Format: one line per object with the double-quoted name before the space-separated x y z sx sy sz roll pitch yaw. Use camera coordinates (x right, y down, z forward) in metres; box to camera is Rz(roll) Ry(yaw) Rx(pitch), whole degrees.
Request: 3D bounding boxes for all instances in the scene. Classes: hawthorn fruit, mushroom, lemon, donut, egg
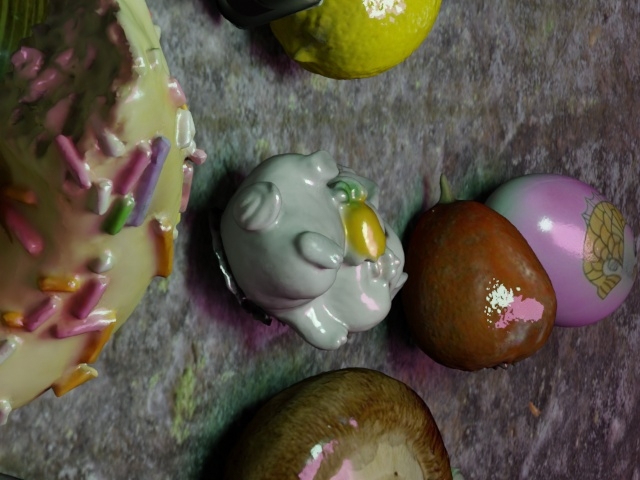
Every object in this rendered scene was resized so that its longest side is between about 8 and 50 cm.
"hawthorn fruit" 0.180 0.039 1.907 0.199 0.199 0.251 -12 83 -55
"mushroom" 0.017 0.301 1.702 0.345 0.239 0.345 21 90 -75
"lemon" 0.034 -0.257 1.608 0.193 0.180 0.181 -25 123 -16
"donut" -0.249 -0.004 0.943 0.371 0.150 0.307 -15 134 -28
"egg" 0.308 0.012 2.071 0.271 0.196 0.196 15 85 -45

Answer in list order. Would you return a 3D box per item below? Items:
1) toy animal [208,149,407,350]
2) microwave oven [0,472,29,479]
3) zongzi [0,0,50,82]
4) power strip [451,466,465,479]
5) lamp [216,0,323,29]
"toy animal" 0.001 0.006 1.649 0.325 0.154 0.209 -24 97 -75
"microwave oven" -0.225 0.325 1.403 0.208 0.122 0.162 54 53 -47
"zongzi" -0.296 -0.201 1.082 0.403 0.207 0.432 32 75 -52
"power strip" 0.110 0.419 1.993 0.288 0.053 0.093 -57 140 -33
"lamp" -0.037 -0.352 1.465 0.124 0.203 0.283 20 84 -37
